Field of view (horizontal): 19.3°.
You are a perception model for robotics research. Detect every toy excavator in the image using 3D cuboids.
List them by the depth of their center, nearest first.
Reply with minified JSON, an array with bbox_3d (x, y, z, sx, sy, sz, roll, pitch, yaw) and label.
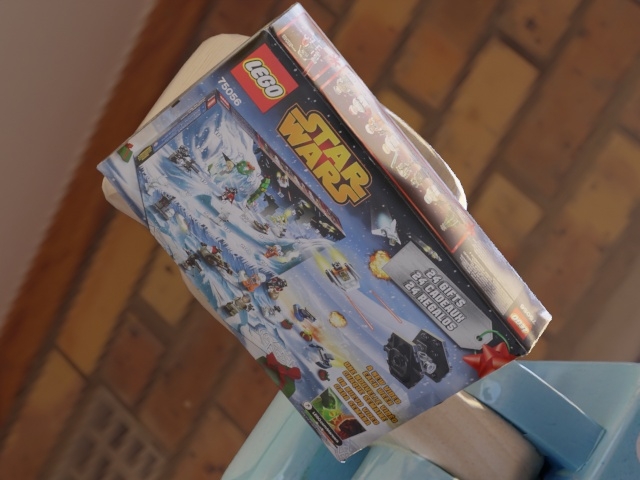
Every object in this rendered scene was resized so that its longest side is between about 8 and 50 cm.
[{"bbox_3d":[0.041,0.097,0.942,0.222,0.445,0.433,-57,16,-15],"label":"toy excavator"}]

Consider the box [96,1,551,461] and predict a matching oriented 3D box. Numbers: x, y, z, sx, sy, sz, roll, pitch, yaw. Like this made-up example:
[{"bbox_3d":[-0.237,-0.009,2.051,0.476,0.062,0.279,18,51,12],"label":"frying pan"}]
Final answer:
[{"bbox_3d":[0.000,0.000,0.639,0.094,0.137,0.027,-34,8,37],"label":"box"}]
